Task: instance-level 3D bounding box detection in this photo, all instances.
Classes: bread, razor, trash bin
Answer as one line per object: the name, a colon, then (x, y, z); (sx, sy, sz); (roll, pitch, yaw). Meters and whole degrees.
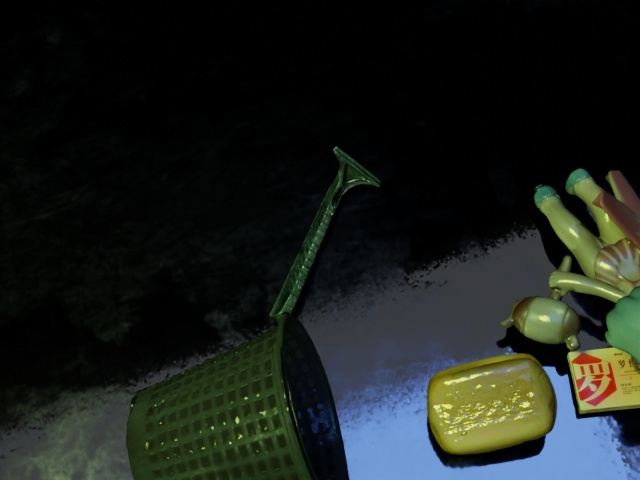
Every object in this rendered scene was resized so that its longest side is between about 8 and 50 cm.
bread: (0.154, 0.147, 0.811); (0.115, 0.056, 0.082); (-19, 81, 10)
razor: (-0.003, 0.000, 0.922); (0.066, 0.033, 0.190); (34, 69, -24)
trash bin: (-0.075, 0.171, 0.775); (0.161, 0.175, 0.175); (-19, 62, 8)

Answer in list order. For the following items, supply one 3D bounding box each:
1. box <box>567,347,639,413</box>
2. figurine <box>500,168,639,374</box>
box: (0.281, 0.127, 0.830); (0.093, 0.015, 0.058); (-6, 60, 2)
figurine: (0.267, 0.034, 0.826); (0.205, 0.103, 0.260); (-19, 51, -8)
